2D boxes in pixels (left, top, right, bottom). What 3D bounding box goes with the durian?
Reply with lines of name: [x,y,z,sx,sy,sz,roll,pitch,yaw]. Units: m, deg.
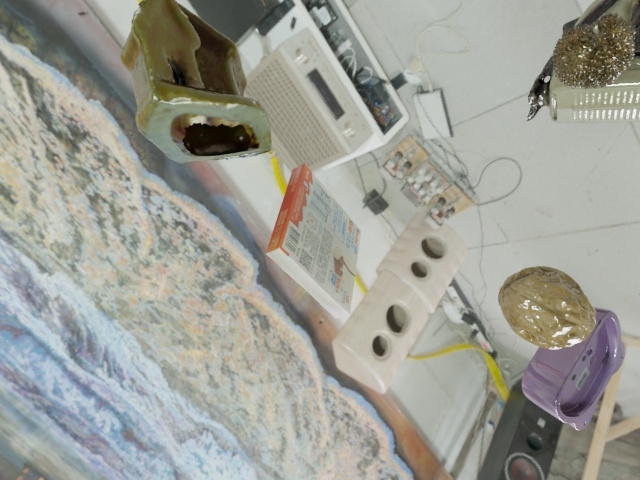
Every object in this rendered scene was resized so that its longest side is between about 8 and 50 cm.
durian: [0.294,-0.206,0.469,0.080,0.080,0.091,14,173,37]

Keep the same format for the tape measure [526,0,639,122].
tape measure: [0.492,-0.314,0.693,0.270,0.232,0.133,6,162,34]

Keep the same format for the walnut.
walnut: [0.239,0.071,0.456,0.096,0.083,0.079,31,-177,5]

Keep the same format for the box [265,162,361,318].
box: [0.000,0.000,1.014,0.048,0.274,0.265,-21,129,31]

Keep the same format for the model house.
model house: [-0.186,-0.253,0.629,0.268,0.173,0.239,117,137,-81]

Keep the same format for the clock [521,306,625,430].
clock: [0.332,0.163,0.564,0.110,0.153,0.050,46,166,-30]
